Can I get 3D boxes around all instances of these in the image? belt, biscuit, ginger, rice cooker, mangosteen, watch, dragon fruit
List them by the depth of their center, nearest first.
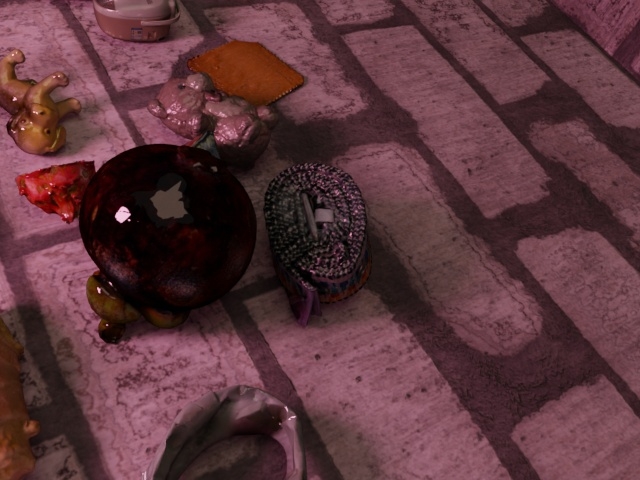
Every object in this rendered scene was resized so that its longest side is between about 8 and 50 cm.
[{"bbox_3d":[-0.515,0.219,0.934,0.189,0.126,0.354,-7,53,-10],"label":"ginger"},{"bbox_3d":[-0.142,0.340,0.948,0.253,0.162,0.241,-2,47,-20],"label":"watch"},{"bbox_3d":[-0.278,0.004,1.099,0.306,0.360,0.306,29,19,-11],"label":"mangosteen"},{"bbox_3d":[-0.492,-0.083,1.192,0.153,0.153,0.111,-14,92,-27],"label":"dragon fruit"},{"bbox_3d":[0.000,0.000,1.241,0.206,0.161,0.295,-17,58,-6],"label":"belt"},{"bbox_3d":[-0.456,-0.569,1.554,0.206,0.127,0.145,-6,57,-26],"label":"rice cooker"},{"bbox_3d":[-0.187,-0.431,1.608,0.232,0.013,0.237,40,52,14],"label":"biscuit"}]

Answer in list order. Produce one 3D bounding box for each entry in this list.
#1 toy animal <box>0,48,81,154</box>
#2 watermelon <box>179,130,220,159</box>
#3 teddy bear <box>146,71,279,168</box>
[{"bbox_3d":[-0.600,-0.285,1.299,0.233,0.121,0.168,39,63,16],"label":"toy animal"},{"bbox_3d":[-0.292,-0.148,1.271,0.136,0.207,0.202,2,31,-50],"label":"watermelon"},{"bbox_3d":[-0.233,-0.274,1.386,0.267,0.151,0.236,36,30,7],"label":"teddy bear"}]
